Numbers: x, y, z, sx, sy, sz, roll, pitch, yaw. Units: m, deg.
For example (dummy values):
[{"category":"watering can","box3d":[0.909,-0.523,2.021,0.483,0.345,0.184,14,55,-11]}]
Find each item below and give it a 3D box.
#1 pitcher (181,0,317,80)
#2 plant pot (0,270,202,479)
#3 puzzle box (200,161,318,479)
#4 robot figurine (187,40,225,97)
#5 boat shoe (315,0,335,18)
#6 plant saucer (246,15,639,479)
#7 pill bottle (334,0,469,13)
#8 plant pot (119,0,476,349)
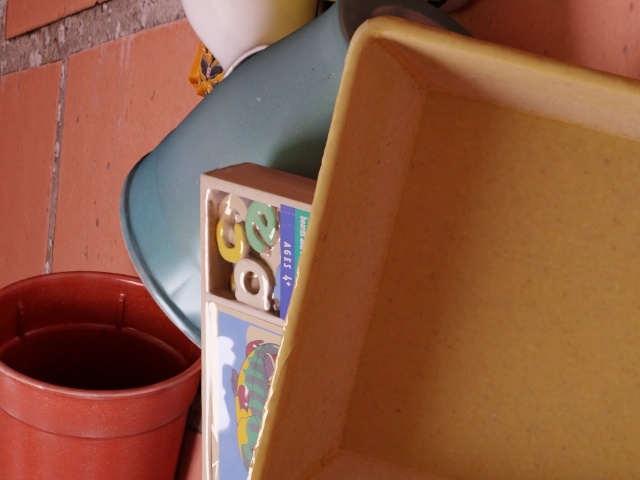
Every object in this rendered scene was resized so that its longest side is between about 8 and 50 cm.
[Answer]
[{"category":"pitcher","box3d":[-0.059,-0.191,1.566,0.178,0.125,0.207,89,170,-55]},{"category":"plant pot","box3d":[-0.269,0.216,2.007,0.272,0.272,0.265,-124,36,-56]},{"category":"puzzle box","box3d":[0.021,0.168,1.228,0.272,0.052,0.409,16,113,42]},{"category":"robot figurine","box3d":[-0.098,-0.093,1.859,0.211,0.085,0.291,-150,67,-64]},{"category":"boat shoe","box3d":[0.012,-0.141,1.617,0.095,0.079,0.254,-146,64,-65]},{"category":"plant saucer","box3d":[0.149,0.057,1.028,0.081,0.332,0.333,-63,-12,-71]},{"category":"pill bottle","box3d":[-0.027,-0.296,1.418,0.188,0.334,0.188,-175,90,-67]},{"category":"plant pot","box3d":[0.021,-0.055,1.386,0.255,0.271,0.272,-48,40,32]}]
